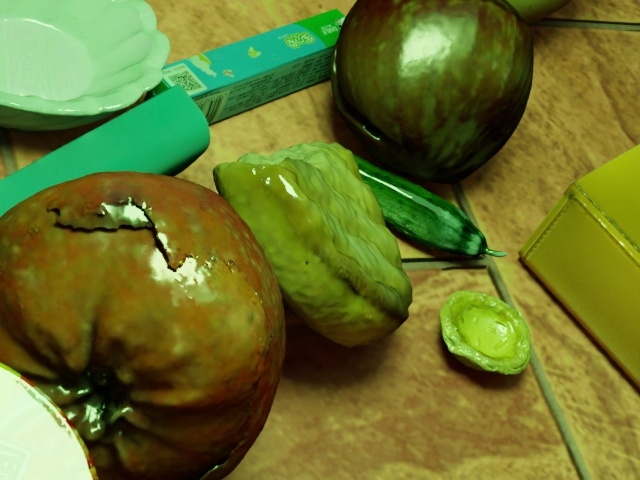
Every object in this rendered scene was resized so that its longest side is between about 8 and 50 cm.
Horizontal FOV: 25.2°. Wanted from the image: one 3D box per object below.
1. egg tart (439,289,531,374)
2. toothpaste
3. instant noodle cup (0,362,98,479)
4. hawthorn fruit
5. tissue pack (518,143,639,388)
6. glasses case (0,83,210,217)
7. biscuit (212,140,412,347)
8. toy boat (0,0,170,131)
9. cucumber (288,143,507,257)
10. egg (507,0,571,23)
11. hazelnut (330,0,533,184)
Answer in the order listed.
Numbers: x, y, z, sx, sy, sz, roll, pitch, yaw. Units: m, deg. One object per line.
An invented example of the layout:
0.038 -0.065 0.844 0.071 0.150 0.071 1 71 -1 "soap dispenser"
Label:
0.159 0.095 1.412 0.105 0.039 0.105 14 49 -17 "egg tart"
-0.069 -0.176 1.499 0.267 0.065 0.050 -26 64 -39 "toothpaste"
-0.288 0.220 0.968 0.250 0.192 0.250 13 51 -17 "instant noodle cup"
-0.143 0.066 1.144 0.276 0.276 0.307 36 21 4 "hawthorn fruit"
0.375 0.046 1.494 0.194 0.145 0.274 -27 70 -38 "tissue pack"
-0.230 -0.033 1.267 0.070 0.117 0.301 51 49 2 "glasses case"
-0.001 0.001 1.311 0.213 0.091 0.274 61 14 7 "biscuit"
-0.293 -0.178 1.358 0.290 0.100 0.199 5 51 -25 "toy boat"
0.079 -0.039 1.473 0.250 0.056 0.056 28 46 -3 "cucumber"
0.229 -0.388 1.698 0.250 0.250 0.322 27 53 -5 "egg"
0.125 -0.166 1.482 0.234 0.218 0.218 21 42 -45 "hazelnut"
